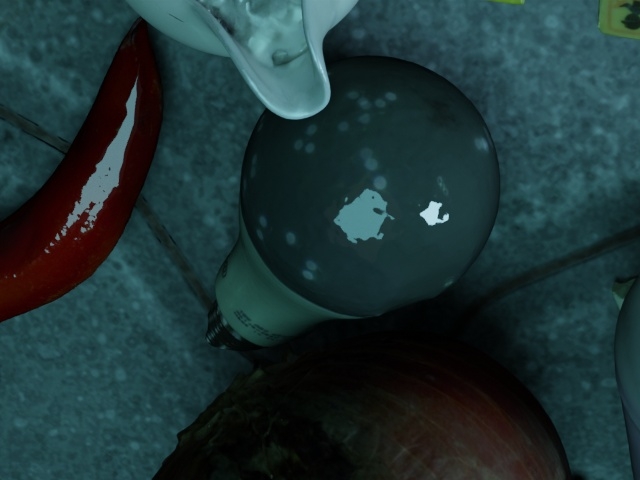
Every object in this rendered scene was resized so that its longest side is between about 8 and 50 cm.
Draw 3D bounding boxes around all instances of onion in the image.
[{"bbox_3d":[0.016,0.219,1.045,0.353,0.353,0.354,5,121,8],"label":"onion"}]

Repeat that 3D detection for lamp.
[{"bbox_3d":[-0.007,0.001,1.010,0.182,0.182,0.314,39,121,-12],"label":"lamp"}]

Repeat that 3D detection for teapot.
[{"bbox_3d":[-0.065,-0.226,0.906,0.204,0.139,0.298,-27,105,26],"label":"teapot"}]

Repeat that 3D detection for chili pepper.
[{"bbox_3d":[-0.233,-0.019,1.110,0.368,0.092,0.137,-34,90,19],"label":"chili pepper"}]

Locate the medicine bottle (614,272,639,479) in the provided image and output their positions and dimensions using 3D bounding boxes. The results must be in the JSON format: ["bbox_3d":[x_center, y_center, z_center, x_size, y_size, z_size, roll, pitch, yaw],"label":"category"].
[{"bbox_3d":[0.349,0.159,0.984,0.256,0.256,0.325,-7,129,15],"label":"medicine bottle"}]

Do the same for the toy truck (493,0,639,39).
[{"bbox_3d":[0.187,-0.207,0.886,0.272,0.124,0.157,8,131,3],"label":"toy truck"}]

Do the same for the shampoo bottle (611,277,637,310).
[{"bbox_3d":[0.273,0.087,1.090,0.049,0.034,0.141,-20,116,15],"label":"shampoo bottle"}]
